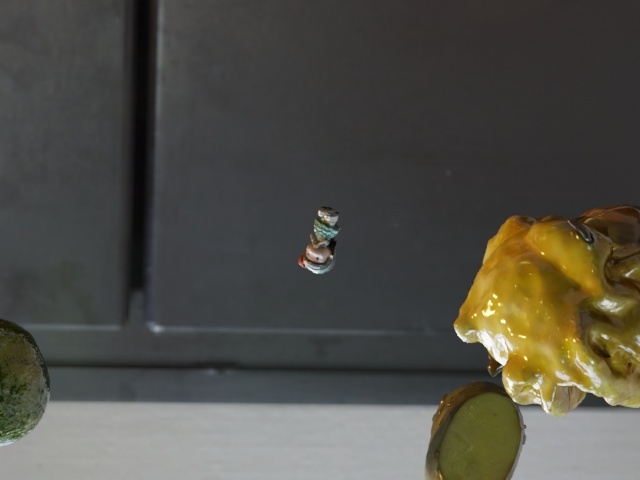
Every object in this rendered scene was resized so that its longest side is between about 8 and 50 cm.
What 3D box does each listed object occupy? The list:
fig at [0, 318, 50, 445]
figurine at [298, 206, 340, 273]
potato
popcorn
[{"bbox_3d":[-0.503,0.209,1.968,0.235,0.203,0.203,14,-103,-82],"label":"fig"},{"bbox_3d":[0.000,0.000,2.122,0.047,0.060,0.106,-18,-53,-55],"label":"figurine"},{"bbox_3d":[0.231,0.311,2.035,0.298,0.141,0.176,-68,-8,-67],"label":"potato"},{"bbox_3d":[0.329,0.068,1.711,0.297,0.316,0.281,42,159,33],"label":"popcorn"}]
